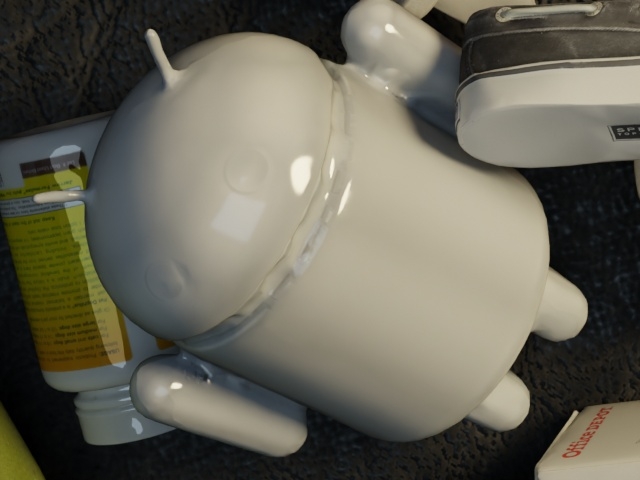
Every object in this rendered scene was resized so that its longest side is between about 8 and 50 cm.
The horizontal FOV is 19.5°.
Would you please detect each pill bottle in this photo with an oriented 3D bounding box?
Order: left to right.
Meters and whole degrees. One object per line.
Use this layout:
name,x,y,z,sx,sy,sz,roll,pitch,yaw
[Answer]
pill bottle,-0.145,0.024,1.263,0.117,0.117,0.215,-12,98,7

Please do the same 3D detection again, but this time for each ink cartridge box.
ink cartridge box,0.258,0.155,1.211,0.203,0.148,0.086,-10,98,23

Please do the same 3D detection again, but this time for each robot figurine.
robot figurine,0.000,0.000,1.168,0.353,0.200,0.300,28,94,-30

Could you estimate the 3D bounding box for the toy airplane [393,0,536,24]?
toy airplane,0.149,-0.300,1.121,0.384,0.386,0.272,0,60,13

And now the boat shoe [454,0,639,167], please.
boat shoe,0.229,-0.106,1.088,0.301,0.108,0.102,-3,65,17

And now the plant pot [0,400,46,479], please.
plant pot,-0.321,0.150,1.245,0.274,0.275,0.293,-21,82,8

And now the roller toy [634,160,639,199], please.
roller toy,0.298,-0.051,1.198,0.209,0.146,0.191,-17,88,12
